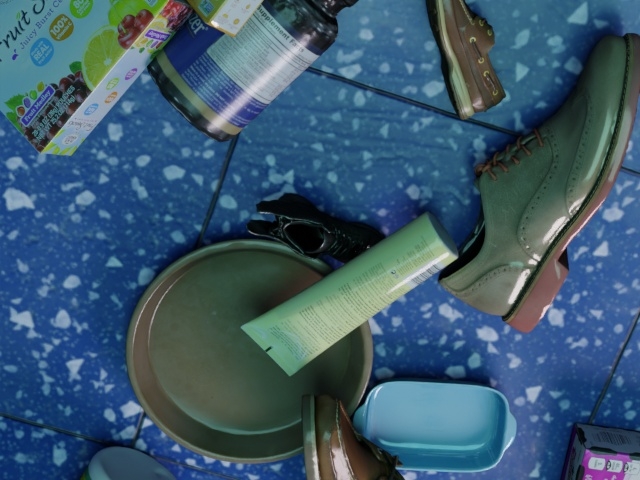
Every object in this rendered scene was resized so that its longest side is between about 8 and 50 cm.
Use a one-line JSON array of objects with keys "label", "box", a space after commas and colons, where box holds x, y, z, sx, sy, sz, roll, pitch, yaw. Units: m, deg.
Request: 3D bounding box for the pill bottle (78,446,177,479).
[{"label": "pill bottle", "box": [-0.254, 0.351, 1.801, 0.118, 0.117, 0.208, 27, 108, -11]}]

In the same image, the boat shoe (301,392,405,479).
[{"label": "boat shoe", "box": [0.046, 0.265, 1.746, 0.104, 0.110, 0.307, -6, 141, 9]}]

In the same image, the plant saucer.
[{"label": "plant saucer", "box": [-0.080, 0.122, 1.760, 0.278, 0.041, 0.277, 0, 112, -1]}]

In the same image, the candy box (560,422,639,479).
[{"label": "candy box", "box": [0.399, 0.312, 1.830, 0.233, 0.071, 0.159, 7, 110, -5]}]

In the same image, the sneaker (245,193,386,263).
[{"label": "sneaker", "box": [0.001, -0.002, 1.687, 0.170, 0.089, 0.051, 26, 108, -11]}]

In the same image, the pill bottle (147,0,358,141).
[{"label": "pill bottle", "box": [-0.061, -0.213, 1.586, 0.219, 0.123, 0.123, -42, 107, 13]}]

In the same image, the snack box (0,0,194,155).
[{"label": "snack box", "box": [-0.258, -0.218, 1.570, 0.207, 0.070, 0.174, -46, 75, 14]}]

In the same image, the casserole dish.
[{"label": "casserole dish", "box": [0.130, 0.208, 1.801, 0.188, 0.037, 0.114, 3, 111, -4]}]

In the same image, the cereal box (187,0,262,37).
[{"label": "cereal box", "box": [-0.064, -0.341, 1.517, 0.047, 0.173, 0.240, 21, 114, -48]}]

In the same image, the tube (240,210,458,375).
[{"label": "tube", "box": [0.034, 0.056, 1.689, 0.240, 0.062, 0.070, -35, 81, 14]}]

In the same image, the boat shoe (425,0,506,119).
[{"label": "boat shoe", "box": [0.150, -0.214, 1.627, 0.060, 0.064, 0.178, -18, 117, 0]}]

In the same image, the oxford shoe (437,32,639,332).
[{"label": "oxford shoe", "box": [0.233, -0.069, 1.654, 0.130, 0.123, 0.348, 21, 108, -4]}]
